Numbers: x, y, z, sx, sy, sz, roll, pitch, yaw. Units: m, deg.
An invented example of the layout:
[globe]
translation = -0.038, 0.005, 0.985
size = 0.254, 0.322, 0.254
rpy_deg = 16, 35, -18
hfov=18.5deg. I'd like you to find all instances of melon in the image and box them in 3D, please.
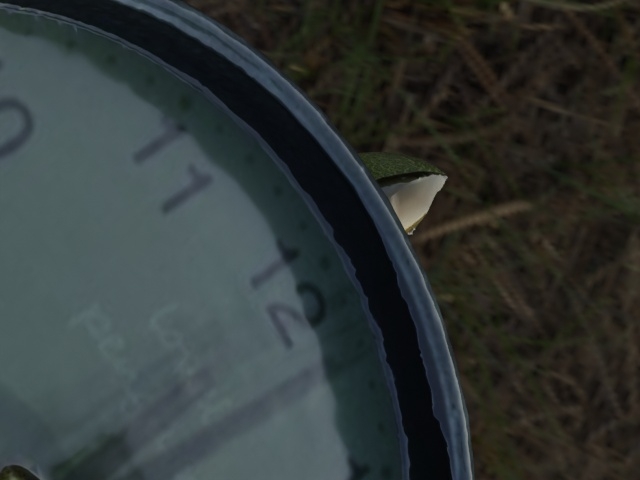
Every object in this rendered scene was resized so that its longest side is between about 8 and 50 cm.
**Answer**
[melon]
translation = 0.000, 0.000, 1.249
size = 0.079, 0.128, 0.160
rpy_deg = 21, 107, -24

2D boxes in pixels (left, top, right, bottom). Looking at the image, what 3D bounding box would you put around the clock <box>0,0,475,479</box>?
[clock]
translation = -0.087, 0.074, 0.553
size = 0.319, 0.066, 0.319
rpy_deg = 9, 75, -38
